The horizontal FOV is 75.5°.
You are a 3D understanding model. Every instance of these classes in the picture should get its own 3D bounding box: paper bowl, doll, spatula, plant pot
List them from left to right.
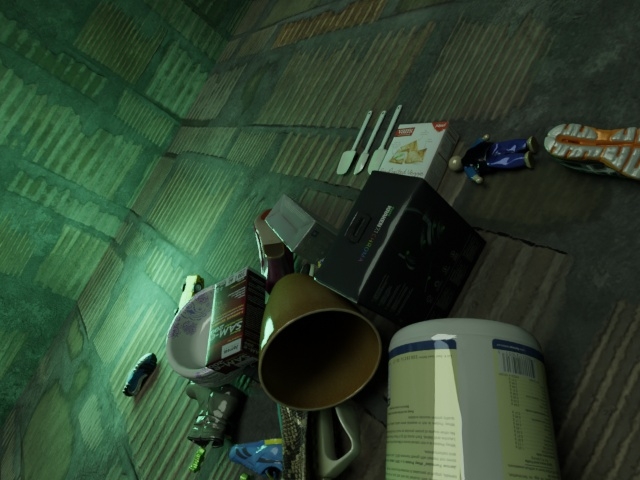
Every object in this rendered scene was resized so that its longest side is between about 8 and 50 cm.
[{"bbox_3d":[-0.284,0.277,1.190,0.285,0.148,0.284,-16,47,18],"label":"paper bowl"},{"bbox_3d":[-0.028,0.176,0.878,0.237,0.237,0.254,-50,28,10],"label":"plant pot"},{"bbox_3d":[0.149,-0.305,1.256,0.168,0.019,0.241,10,73,50],"label":"spatula"},{"bbox_3d":[0.369,-0.180,0.915,0.189,0.046,0.128,2,66,47],"label":"doll"}]

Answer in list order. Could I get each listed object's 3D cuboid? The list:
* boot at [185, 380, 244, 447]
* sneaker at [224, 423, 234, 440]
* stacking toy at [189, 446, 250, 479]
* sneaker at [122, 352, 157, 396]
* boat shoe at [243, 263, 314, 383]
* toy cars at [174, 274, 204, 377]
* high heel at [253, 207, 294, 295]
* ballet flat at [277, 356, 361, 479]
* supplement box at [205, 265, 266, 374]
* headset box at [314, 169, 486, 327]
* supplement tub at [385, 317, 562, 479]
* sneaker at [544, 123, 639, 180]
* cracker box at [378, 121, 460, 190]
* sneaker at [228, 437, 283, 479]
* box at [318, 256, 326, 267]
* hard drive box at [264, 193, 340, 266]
[{"bbox_3d":[-0.332,0.482,1.157,0.247,0.083,0.161,-12,41,40],"label":"boot"},{"bbox_3d":[-0.262,0.519,1.136,0.083,0.031,0.035,6,55,45],"label":"sneaker"},{"bbox_3d":[-0.277,0.645,0.996,0.167,0.052,0.220,11,71,26],"label":"stacking toy"},{"bbox_3d":[-0.694,0.496,1.579,0.190,0.071,0.083,-53,33,6],"label":"sneaker"},{"bbox_3d":[-0.107,0.205,1.073,0.127,0.113,0.339,100,-172,-74],"label":"boat shoe"},{"bbox_3d":[-0.418,0.289,1.414,0.176,0.087,0.393,-47,43,21],"label":"toy cars"},{"bbox_3d":[-0.141,0.035,1.291,0.128,0.181,0.377,-3,29,0],"label":"high heel"},{"bbox_3d":[0.000,0.447,0.810,0.182,0.164,0.482,-25,45,23],"label":"ballet flat"},{"bbox_3d":[-0.210,0.197,1.042,0.130,0.073,0.239,-29,44,26],"label":"supplement box"},{"bbox_3d":[0.158,0.033,0.807,0.131,0.283,0.246,23,84,51],"label":"headset box"},{"bbox_3d":[0.214,0.300,0.605,0.236,0.236,0.324,-18,53,39],"label":"supplement tub"},{"bbox_3d":[0.511,-0.149,0.722,0.215,0.083,0.084,28,92,34],"label":"sneaker"},{"bbox_3d":[0.232,-0.184,1.048,0.156,0.067,0.232,14,75,50],"label":"cracker box"},{"bbox_3d":[-0.149,0.522,0.977,0.210,0.069,0.082,-26,52,33],"label":"sneaker"},{"bbox_3d":[0.075,0.086,0.950,0.059,0.169,0.054,-33,45,29],"label":"box"},{"bbox_3d":[0.000,0.000,1.038,0.089,0.232,0.181,-54,38,7],"label":"hard drive box"}]
